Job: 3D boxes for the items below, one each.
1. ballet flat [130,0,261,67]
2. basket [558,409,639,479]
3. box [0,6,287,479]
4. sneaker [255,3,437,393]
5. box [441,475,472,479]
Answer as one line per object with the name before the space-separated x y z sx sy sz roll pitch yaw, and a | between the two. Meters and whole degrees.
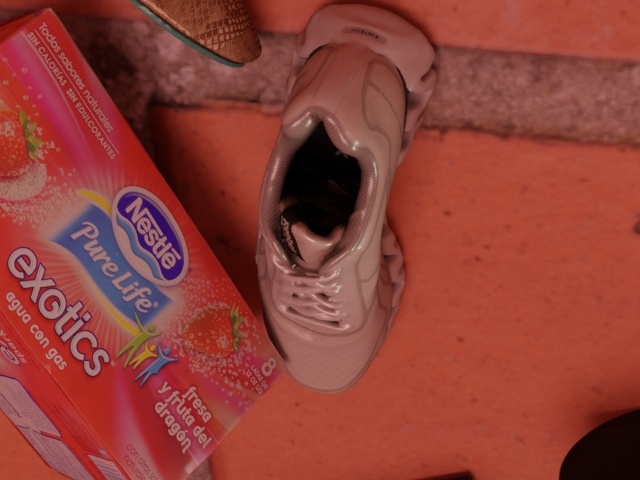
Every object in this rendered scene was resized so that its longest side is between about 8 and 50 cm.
ballet flat | -0.111 -0.182 0.685 0.206 0.073 0.067 33 115 -10
basket | 0.256 0.242 0.803 0.154 0.204 0.227 -5 115 41
box | -0.179 0.016 0.779 0.154 0.142 0.300 0 129 51
sneaker | 0.000 0.000 0.748 0.110 0.118 0.292 12 130 9
box | 0.039 0.310 0.973 0.261 0.103 0.184 -17 121 30
